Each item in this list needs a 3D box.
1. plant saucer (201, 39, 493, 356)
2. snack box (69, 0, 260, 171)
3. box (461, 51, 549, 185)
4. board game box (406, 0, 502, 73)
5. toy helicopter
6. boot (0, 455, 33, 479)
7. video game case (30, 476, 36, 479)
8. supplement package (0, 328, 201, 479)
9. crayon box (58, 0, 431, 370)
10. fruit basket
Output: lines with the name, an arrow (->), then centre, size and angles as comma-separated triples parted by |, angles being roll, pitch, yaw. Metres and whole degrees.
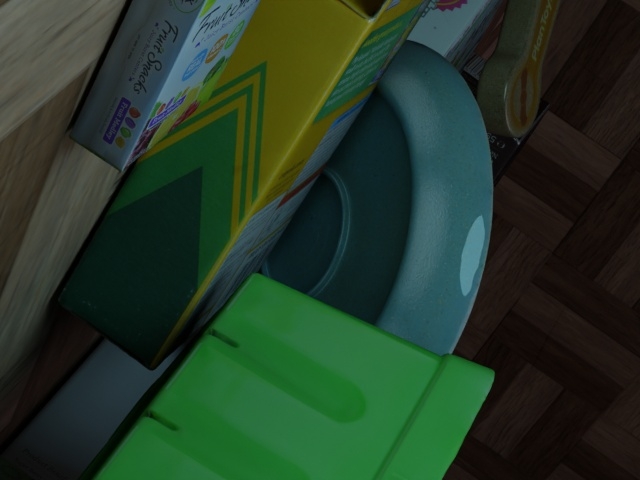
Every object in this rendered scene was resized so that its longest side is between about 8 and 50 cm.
plant saucer -> 0.000, 0.000, 1.219 | 0.318, 0.044, 0.317 | -25, -123, 47
snack box -> -0.065, -0.112, 0.846 | 0.141, 0.037, 0.100 | -59, 175, 35
box -> 0.159, -0.123, 2.154 | 0.203, 0.168, 0.167 | -58, 174, 29
board game box -> 0.055, -0.139, 1.487 | 0.224, 0.097, 0.303 | -53, 176, -34
toy helicopter -> 0.211, -0.273, 1.598 | 0.235, 0.140, 0.355 | 33, 70, -60
boot -> -0.292, 0.257, 0.965 | 0.269, 0.089, 0.236 | -55, 170, 25
video game case -> -0.232, 0.296, 1.120 | 0.274, 0.196, 0.026 | -55, -164, 0
supplement package -> -0.163, 0.217, 1.317 | 0.293, 0.177, 0.175 | -50, 174, -38
crayon box -> -0.028, -0.090, 1.091 | 0.323, 0.083, 0.203 | -56, 175, 22
fruit basket -> -0.008, 0.261, 1.017 | 0.283, 0.392, 0.392 | -48, -179, 42
